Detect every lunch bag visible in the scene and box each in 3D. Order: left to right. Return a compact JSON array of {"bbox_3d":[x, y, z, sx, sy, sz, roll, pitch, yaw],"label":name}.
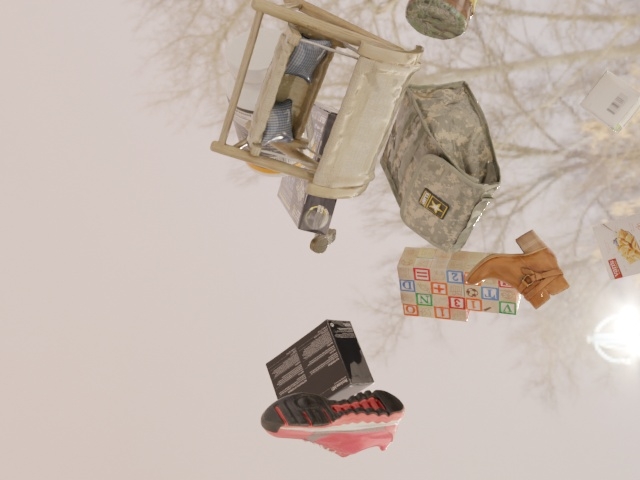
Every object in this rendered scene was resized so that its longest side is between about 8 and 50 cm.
[{"bbox_3d":[0.251,-0.143,1.447,0.169,0.235,0.286,-8,-122,-16],"label":"lunch bag"}]

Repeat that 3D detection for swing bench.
[{"bbox_3d":[-0.003,-0.223,1.116,0.165,0.255,0.253,-51,-16,-62],"label":"swing bench"}]

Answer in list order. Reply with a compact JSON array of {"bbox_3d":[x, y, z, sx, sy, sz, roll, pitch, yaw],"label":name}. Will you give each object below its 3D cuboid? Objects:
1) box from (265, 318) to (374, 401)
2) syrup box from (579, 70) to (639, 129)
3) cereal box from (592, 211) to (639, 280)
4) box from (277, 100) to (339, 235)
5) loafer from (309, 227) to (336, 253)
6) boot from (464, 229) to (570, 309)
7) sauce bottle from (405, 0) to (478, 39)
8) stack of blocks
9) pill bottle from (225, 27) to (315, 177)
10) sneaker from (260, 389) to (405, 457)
[{"bbox_3d":[-0.007,0.351,1.855,0.103,0.261,0.184,12,-131,-45],"label":"box"},{"bbox_3d":[0.672,-0.312,1.607,0.096,0.093,0.237,41,-160,17],"label":"syrup box"},{"bbox_3d":[0.926,0.007,2.029,0.047,0.240,0.172,-10,-100,-39],"label":"cereal box"},{"bbox_3d":[-0.018,-0.219,1.962,0.097,0.395,0.318,14,-78,-15],"label":"box"},{"bbox_3d":[0.000,0.000,2.103,0.148,0.050,0.056,-31,-53,-61],"label":"loafer"},{"bbox_3d":[0.428,0.087,1.535,0.152,0.197,0.073,60,-157,14],"label":"boot"},{"bbox_3d":[0.240,-0.503,1.152,0.111,0.112,0.344,34,-108,-49],"label":"sauce bottle"},{"bbox_3d":[0.359,0.117,1.803,0.087,0.297,0.171,-61,-33,-47],"label":"stack of blocks"},{"bbox_3d":[-0.101,-0.274,1.418,0.278,0.162,0.162,81,-156,-50],"label":"pill bottle"},{"bbox_3d":[0.027,0.405,1.476,0.314,0.116,0.136,2,-70,-17],"label":"sneaker"}]
